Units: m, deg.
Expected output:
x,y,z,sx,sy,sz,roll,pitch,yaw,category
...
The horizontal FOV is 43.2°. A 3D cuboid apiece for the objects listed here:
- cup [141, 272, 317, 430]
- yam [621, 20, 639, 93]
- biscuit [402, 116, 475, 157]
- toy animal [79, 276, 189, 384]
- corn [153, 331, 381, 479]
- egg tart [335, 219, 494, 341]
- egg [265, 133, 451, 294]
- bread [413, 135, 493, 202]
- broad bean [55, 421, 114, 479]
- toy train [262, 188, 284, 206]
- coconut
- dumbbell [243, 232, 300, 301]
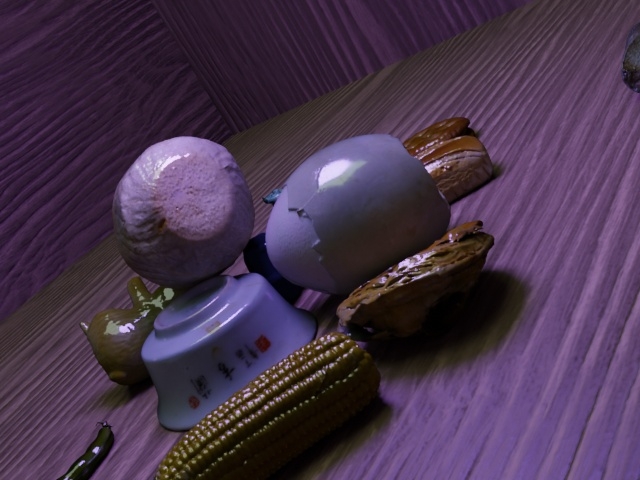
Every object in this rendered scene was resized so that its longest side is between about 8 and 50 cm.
x,y,z,sx,sy,sz,roll,pitch,yaw,category
-0.194,0.174,1.499,0.347,0.163,0.347,-28,16,9,cup
0.688,-0.393,1.698,0.106,0.106,0.259,-21,18,31,yam
0.282,-0.238,2.024,0.221,0.066,0.220,-28,14,7,biscuit
-0.329,0.161,1.757,0.363,0.181,0.180,-38,27,-18,toy animal
-0.077,0.258,1.121,0.345,0.131,0.131,-35,17,-10,corn
0.152,0.081,1.259,0.297,0.132,0.297,-30,2,1,egg tart
0.054,-0.038,1.474,0.336,0.278,0.278,-31,17,5,egg
0.246,-0.137,1.726,0.236,0.106,0.140,-30,19,7,bread
-0.433,0.406,1.460,0.069,0.039,0.227,-15,21,27,broad bean
-0.019,-0.101,2.062,0.202,0.120,0.301,-32,16,-16,toy train
-0.276,-0.057,1.616,0.329,0.328,0.329,-28,17,9,coconut
0.000,0.000,1.691,0.325,0.160,0.144,-31,47,3,dumbbell
